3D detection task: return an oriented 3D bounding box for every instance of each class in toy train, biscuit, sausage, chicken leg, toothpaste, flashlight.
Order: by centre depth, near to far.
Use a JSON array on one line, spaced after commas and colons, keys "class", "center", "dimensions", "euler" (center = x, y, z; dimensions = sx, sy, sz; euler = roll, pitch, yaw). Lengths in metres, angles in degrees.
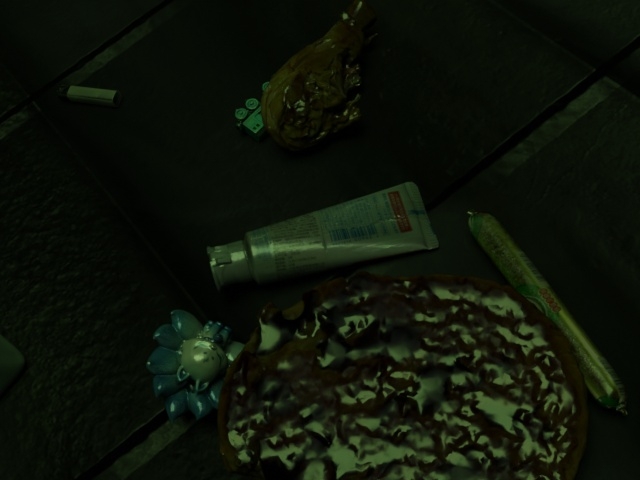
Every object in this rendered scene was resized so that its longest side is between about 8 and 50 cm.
[{"class": "biscuit", "center": [0.072, 0.162, 0.986], "dimensions": [0.334, 0.081, 0.289], "euler": [7, 60, 16]}, {"class": "sausage", "center": [0.214, 0.061, 1.035], "dimensions": [0.033, 0.033, 0.269], "euler": [-30, 55, -3]}, {"class": "toothpaste", "center": [0.000, 0.000, 1.130], "dimensions": [0.234, 0.057, 0.089], "euler": [-16, 57, -1]}, {"class": "chicken leg", "center": [0.011, -0.192, 1.224], "dimensions": [0.101, 0.085, 0.207], "euler": [7, 56, 47]}, {"class": "toy train", "center": [-0.060, -0.158, 1.259], "dimensions": [0.045, 0.029, 0.092], "euler": [38, 74, 24]}, {"class": "flashlight", "center": [-0.288, -0.180, 1.346], "dimensions": [0.083, 0.018, 0.018], "euler": [9, 63, 22]}]

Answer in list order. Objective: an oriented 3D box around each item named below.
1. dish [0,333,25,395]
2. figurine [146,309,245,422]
[{"class": "dish", "center": [-0.455, 0.109, 1.115], "dimensions": [0.243, 0.080, 0.182], "euler": [41, 76, 5]}, {"class": "figurine", "center": [-0.124, 0.131, 1.063], "dimensions": [0.114, 0.079, 0.114], "euler": [10, 69, -27]}]
